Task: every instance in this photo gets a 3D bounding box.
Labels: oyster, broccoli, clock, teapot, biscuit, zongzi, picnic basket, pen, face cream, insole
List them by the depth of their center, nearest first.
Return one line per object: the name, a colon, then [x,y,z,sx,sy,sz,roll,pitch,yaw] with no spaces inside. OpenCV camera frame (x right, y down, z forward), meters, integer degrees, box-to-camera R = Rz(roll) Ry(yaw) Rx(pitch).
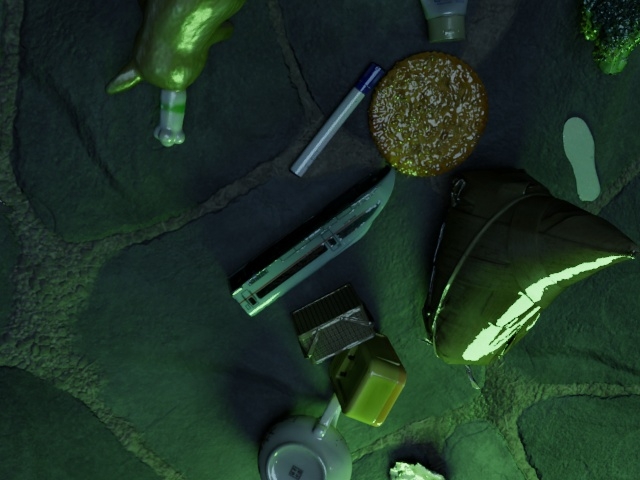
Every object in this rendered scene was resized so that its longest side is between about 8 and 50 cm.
face cream: [0.233,-0.488,1.555,0.114,0.070,0.224,-7,99,-9]
zongzi: [0.368,0.144,1.589,0.218,0.467,0.500,4,110,-18]
broccoli: [0.590,-0.404,1.609,0.220,0.194,0.194,-43,119,-36]
pen: [0.031,-0.232,1.616,0.033,0.033,0.269,35,100,-21]
biscuit: [0.217,-0.248,1.646,0.254,0.035,0.254,-4,110,-10]
picnic basket: [0.024,0.172,1.719,0.164,0.115,0.079,-27,115,0]
clock: [0.096,0.278,1.725,0.096,0.202,0.143,20,105,-17]
insole: [0.556,-0.171,1.759,0.065,0.004,0.197,-23,113,-2]
teapot: [-0.021,0.466,1.809,0.208,0.166,0.299,32,96,21]
oyster: [0.253,0.584,1.949,0.209,0.072,0.133,26,110,1]

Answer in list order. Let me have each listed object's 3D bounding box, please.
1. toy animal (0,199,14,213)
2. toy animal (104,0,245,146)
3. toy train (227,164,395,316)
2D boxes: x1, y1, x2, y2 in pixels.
toy animal: [-0.675,-0.107,1.486,0.155,0.095,0.219,-25,112,-6]
toy animal: [-0.253,-0.360,1.450,0.181,0.180,0.363,24,126,-12]
toy train: [0.000,0.000,1.665,0.407,0.086,0.088,-36,112,3]
